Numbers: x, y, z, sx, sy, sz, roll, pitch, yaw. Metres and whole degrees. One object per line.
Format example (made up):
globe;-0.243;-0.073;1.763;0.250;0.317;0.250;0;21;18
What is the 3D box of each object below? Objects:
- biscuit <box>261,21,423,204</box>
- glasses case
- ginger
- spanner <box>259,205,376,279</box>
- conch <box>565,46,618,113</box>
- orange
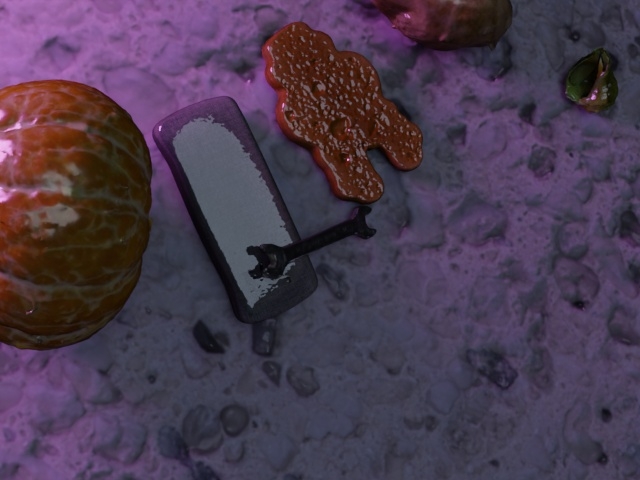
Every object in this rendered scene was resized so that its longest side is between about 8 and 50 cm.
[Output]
biscuit;0.027;-0.199;1.304;0.186;0.044;0.295;-39;99;-20
glasses case;-0.121;-0.045;1.229;0.131;0.074;0.323;-26;95;-17
ginger;0.181;-0.443;1.310;0.244;0.155;0.304;-2;88;-16
spanner;0.000;0.000;1.236;0.254;0.015;0.054;-23;94;-46
conch;0.454;-0.264;1.430;0.089;0.074;0.121;-12;129;-3
orange;-0.332;-0.034;1.030;0.249;0.329;0.329;0;86;-16
